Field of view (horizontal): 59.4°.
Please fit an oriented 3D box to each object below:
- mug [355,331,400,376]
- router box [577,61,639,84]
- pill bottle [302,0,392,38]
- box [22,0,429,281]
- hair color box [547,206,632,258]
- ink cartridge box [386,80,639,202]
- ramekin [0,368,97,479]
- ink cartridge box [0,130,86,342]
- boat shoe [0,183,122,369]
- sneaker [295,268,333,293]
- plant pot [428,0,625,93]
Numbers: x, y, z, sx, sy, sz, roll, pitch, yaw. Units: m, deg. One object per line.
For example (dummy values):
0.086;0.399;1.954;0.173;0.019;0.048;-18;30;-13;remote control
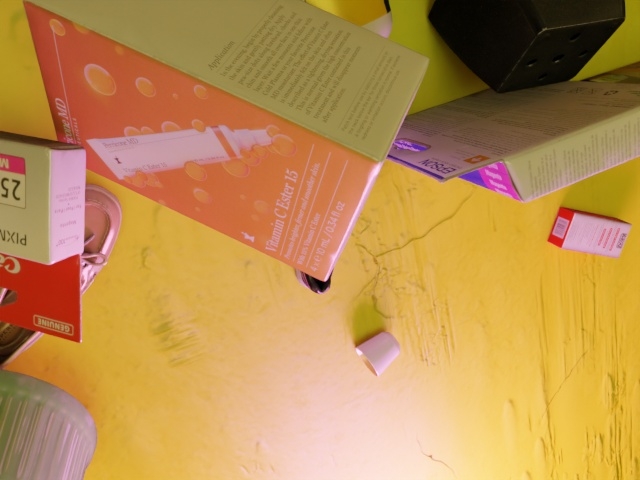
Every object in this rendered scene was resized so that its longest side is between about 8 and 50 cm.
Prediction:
0.103;0.194;0.984;0.064;0.078;0.062;-37;84;-13;mug
0.575;-0.209;0.848;0.242;0.309;0.081;-19;117;-12;router box
-0.022;-0.314;0.675;0.188;0.188;0.334;-25;115;-9;pill bottle
-0.095;-0.139;0.604;0.345;0.168;0.215;25;145;3;box
0.500;-0.014;1.041;0.141;0.043;0.072;9;106;-20;hair color box
0.231;-0.137;0.749;0.330;0.324;0.071;-21;113;-10;ink cartridge box
-0.461;0.320;0.731;0.303;0.148;0.303;-6;129;-8;ramekin
-0.405;-0.011;0.647;0.275;0.060;0.239;11;105;14;ink cartridge box
-0.362;0.055;0.748;0.104;0.089;0.285;32;97;-25;boat shoe
0.000;0.000;0.859;0.072;0.077;0.178;-11;112;-16;sneaker
0.281;-0.308;0.745;0.188;0.187;0.167;-12;71;-13;plant pot
